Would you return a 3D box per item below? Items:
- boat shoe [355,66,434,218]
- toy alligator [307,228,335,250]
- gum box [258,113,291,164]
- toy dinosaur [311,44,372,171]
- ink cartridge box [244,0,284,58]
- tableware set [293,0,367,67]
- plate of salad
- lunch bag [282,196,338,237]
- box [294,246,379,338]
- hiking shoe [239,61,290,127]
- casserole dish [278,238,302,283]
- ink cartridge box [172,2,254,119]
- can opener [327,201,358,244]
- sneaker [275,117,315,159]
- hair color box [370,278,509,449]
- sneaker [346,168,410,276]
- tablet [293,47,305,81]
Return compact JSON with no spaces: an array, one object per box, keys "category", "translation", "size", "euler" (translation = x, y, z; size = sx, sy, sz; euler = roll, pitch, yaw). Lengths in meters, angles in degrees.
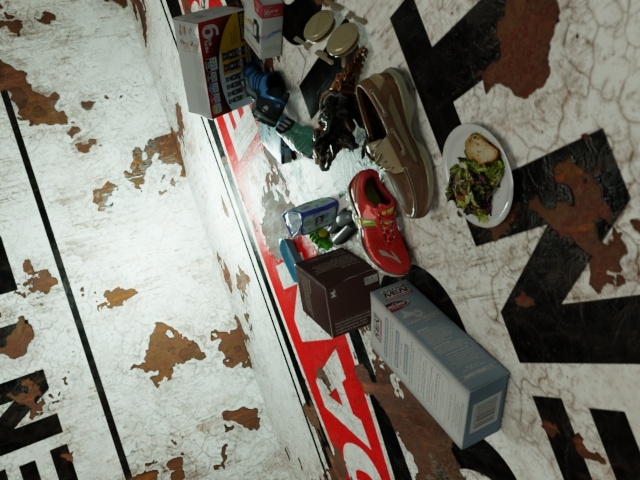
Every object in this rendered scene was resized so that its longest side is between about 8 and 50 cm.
[{"category":"boat shoe","translation":[0.149,-0.197,1.270],"size":[0.123,0.117,0.324],"euler":[-3,104,68]},{"category":"toy alligator","translation":[0.000,0.000,1.878],"size":[0.189,0.051,0.056],"euler":[55,153,37]},{"category":"gum box","translation":[-0.153,-0.364,1.976],"size":[0.184,0.041,0.156],"euler":[49,149,43]},{"category":"toy dinosaur","translation":[0.042,-0.298,1.424],"size":[0.218,0.165,0.321],"euler":[-108,8,-46]},{"category":"ink cartridge box","translation":[-0.167,-0.642,1.748],"size":[0.127,0.072,0.175],"euler":[57,154,33]},{"category":"tableware set","translation":[0.029,-0.478,1.393],"size":[0.039,0.128,0.194],"euler":[33,-169,-46]},{"category":"plate of salad","translation":[0.281,-0.117,1.109],"size":[0.200,0.048,0.199],"euler":[49,149,43]},{"category":"lunch bag","translation":[-0.026,-0.075,1.776],"size":[0.096,0.129,0.151],"euler":[65,156,4]},{"category":"box","translation":[0.049,0.144,1.712],"size":[0.203,0.169,0.166],"euler":[34,137,58]},{"category":"hiking shoe","translation":[-0.162,-0.481,1.863],"size":[0.132,0.113,0.304],"euler":[-48,45,27]},{"category":"casserole dish","translation":[-0.101,0.073,2.206],"size":[0.188,0.037,0.114],"euler":[63,157,20]},{"category":"ink cartridge box","translation":[-0.317,-0.596,1.963],"size":[0.130,0.272,0.309],"euler":[23,132,34]},{"category":"can opener","translation":[0.066,-0.054,1.632],"size":[0.280,0.093,0.074],"euler":[124,127,-71]},{"category":"sneaker","translation":[-0.043,-0.284,1.764],"size":[0.223,0.083,0.098],"euler":[46,176,43]},{"category":"hair color box","translation":[0.258,0.272,1.385],"size":[0.374,0.114,0.185],"euler":[45,146,48]},{"category":"sneaker","translation":[0.143,-0.045,1.431],"size":[0.278,0.107,0.118],"euler":[66,153,13]},{"category":"tablet","translation":[-0.061,-0.498,1.695],"size":[0.054,0.006,0.083],"euler":[63,156,23]}]
